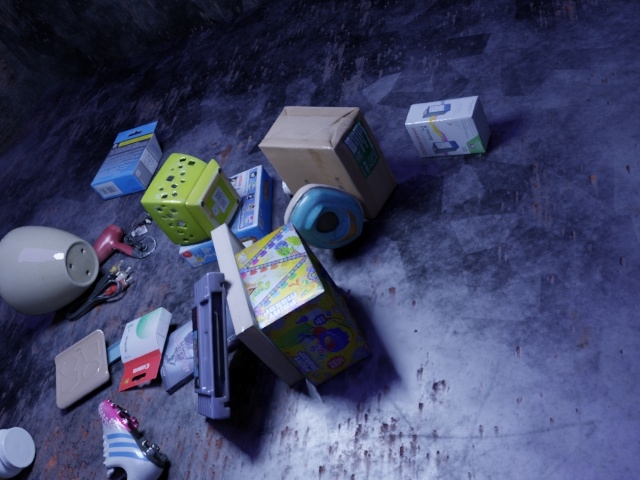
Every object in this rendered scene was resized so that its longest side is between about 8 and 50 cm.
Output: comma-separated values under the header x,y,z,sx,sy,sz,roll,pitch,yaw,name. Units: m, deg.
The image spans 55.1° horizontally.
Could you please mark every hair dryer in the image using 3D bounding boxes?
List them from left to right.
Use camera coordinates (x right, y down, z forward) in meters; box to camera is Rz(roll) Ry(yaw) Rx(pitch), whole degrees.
x,y,z,sx,sy,sz,roll,pitch,yaw,name
-0.767,0.014,2.327,0.294,0.080,0.223,-30,43,7,hair dryer

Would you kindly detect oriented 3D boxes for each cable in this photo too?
x,y,z,sx,sy,sz,roll,pitch,yaw,name
-0.787,0.204,2.202,0.287,0.072,0.139,-46,50,6,cable

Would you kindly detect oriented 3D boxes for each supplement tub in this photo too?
x,y,z,sx,sy,sz,roll,pitch,yaw,name
-0.972,0.650,1.822,0.200,0.144,0.144,-25,42,11,supplement tub

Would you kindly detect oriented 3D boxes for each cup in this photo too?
x,y,z,sx,sy,sz,roll,pitch,yaw,name
-0.939,0.094,2.184,0.237,0.331,0.330,-9,48,23,cup

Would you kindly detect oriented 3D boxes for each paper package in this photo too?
x,y,z,sx,sy,sz,roll,pitch,yaw,name
0.028,-0.233,1.854,0.310,0.324,0.168,9,58,37,paper package

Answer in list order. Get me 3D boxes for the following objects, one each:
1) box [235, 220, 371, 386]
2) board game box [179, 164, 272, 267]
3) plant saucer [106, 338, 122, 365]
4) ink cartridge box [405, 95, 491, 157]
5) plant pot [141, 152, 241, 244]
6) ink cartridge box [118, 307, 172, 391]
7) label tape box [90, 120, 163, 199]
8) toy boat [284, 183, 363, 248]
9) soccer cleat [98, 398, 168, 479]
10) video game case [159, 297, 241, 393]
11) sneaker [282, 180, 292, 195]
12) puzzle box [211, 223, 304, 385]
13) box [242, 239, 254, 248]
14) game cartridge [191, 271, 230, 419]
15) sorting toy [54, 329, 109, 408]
x,y,z,sx,sy,sz,roll,pitch,yaw,name
-0.046,0.163,1.558,0.177,0.290,0.279,-31,42,4,box
-0.320,-0.086,2.122,0.302,0.086,0.308,-19,44,18,board game box
-0.712,0.396,1.984,0.192,0.018,0.067,-33,41,2,plant saucer
0.383,-0.337,1.842,0.213,0.154,0.093,2,54,33,ink cartridge box
-0.401,-0.131,1.990,0.207,0.228,0.227,4,54,29,plant pot
-0.554,0.333,1.887,0.181,0.056,0.224,-25,39,31,ink cartridge box
-0.824,-0.350,2.682,0.241,0.105,0.333,-10,46,25,label tape box
0.000,0.000,1.761,0.148,0.268,0.318,46,114,46,toy boat
-0.545,0.553,1.653,0.143,0.116,0.331,-48,43,-15,soccer cleat
-0.366,0.306,1.835,0.274,0.026,0.196,-35,41,-1,video game case
-0.063,-0.246,2.114,0.094,0.081,0.208,-6,60,28,sneaker
-0.174,0.165,1.654,0.052,0.272,0.408,-30,41,6,puzzle box
-0.240,0.072,1.921,0.102,0.087,0.101,-17,45,20,box
-0.288,0.273,1.586,0.230,0.068,0.354,153,115,-63,game cartridge
-0.762,0.412,1.966,0.193,0.038,0.208,-33,46,3,sorting toy
